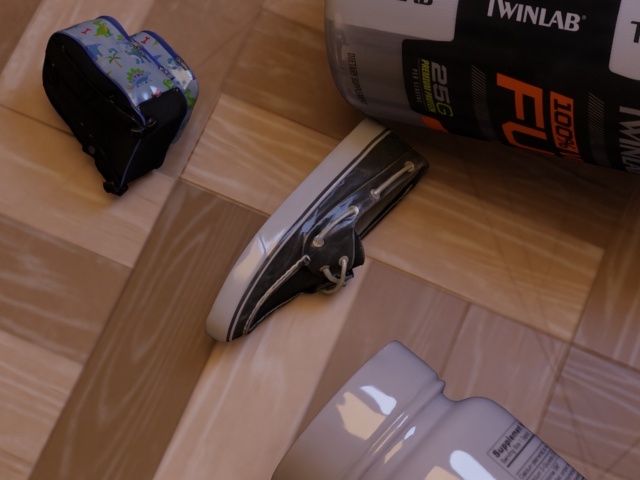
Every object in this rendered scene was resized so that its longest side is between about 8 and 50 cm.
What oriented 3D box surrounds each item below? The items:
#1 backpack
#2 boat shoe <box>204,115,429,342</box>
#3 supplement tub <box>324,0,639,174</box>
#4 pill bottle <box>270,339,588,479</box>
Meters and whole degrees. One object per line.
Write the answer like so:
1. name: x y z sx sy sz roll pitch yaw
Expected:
1. backpack: -0.155 -0.114 1.114 0.084 0.105 0.114 -33 74 -37
2. boat shoe: 0.000 0.000 1.094 0.070 0.078 0.219 37 71 10
3. supplement tub: 0.190 -0.161 1.044 0.338 0.207 0.207 14 69 25
4. pill bottle: 0.113 0.210 0.985 0.283 0.160 0.160 41 74 11
